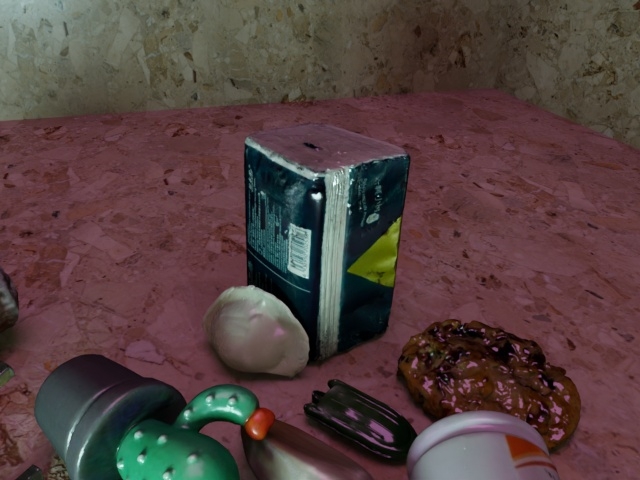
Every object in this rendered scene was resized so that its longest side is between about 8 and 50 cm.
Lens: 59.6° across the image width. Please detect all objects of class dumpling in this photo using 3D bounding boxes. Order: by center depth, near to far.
[{"bbox_3d":[-0.131,0.166,1.077,0.126,0.166,0.216,2,20,-43],"label":"dumpling"}]

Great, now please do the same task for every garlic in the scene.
[{"bbox_3d":[-0.022,0.340,0.822,0.143,0.112,0.318,23,3,-46],"label":"garlic"}]

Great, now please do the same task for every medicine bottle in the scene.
[{"bbox_3d":[0.214,0.387,0.666,0.202,0.202,0.316,3,30,2],"label":"medicine bottle"}]

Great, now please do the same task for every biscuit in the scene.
[{"bbox_3d":[0.313,0.250,1.044,0.334,0.081,0.289,22,36,29],"label":"biscuit"}]

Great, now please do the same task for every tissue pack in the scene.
[{"bbox_3d":[0.000,0.000,1.134,0.253,0.416,0.264,-18,33,-36],"label":"tissue pack"}]

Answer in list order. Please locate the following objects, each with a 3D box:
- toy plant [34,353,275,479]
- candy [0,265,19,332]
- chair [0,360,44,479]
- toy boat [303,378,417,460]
[{"bbox_3d":[-0.244,0.294,0.803,0.400,0.185,0.279,18,40,39],"label":"toy plant"},{"bbox_3d":[-0.724,0.096,1.109,0.290,0.214,0.157,16,31,29],"label":"candy"},{"bbox_3d":[-0.591,0.332,0.674,0.203,0.240,0.416,17,32,21],"label":"chair"},{"bbox_3d":[0.071,0.305,0.957,0.210,0.052,0.104,21,32,28],"label":"toy boat"}]
